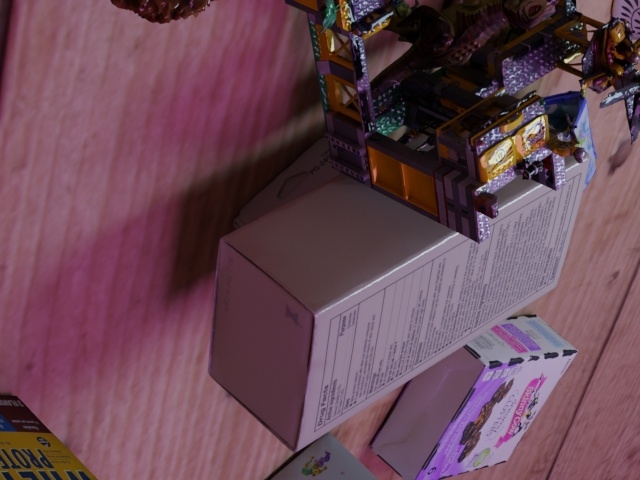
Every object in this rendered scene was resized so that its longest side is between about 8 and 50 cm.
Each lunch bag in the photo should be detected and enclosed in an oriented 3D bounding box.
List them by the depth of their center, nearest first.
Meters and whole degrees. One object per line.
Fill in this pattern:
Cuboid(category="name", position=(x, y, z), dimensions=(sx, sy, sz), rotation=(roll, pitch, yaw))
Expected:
Cuboid(category="lunch bag", position=(0.189, -0.062, 1.792), dimensions=(0.151, 0.096, 0.129), rotation=(-34, 151, -7))

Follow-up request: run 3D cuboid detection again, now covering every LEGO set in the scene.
Cuboid(category="LEGO set", position=(0.146, -0.155, 1.449), dimensions=(0.331, 0.192, 0.255), rotation=(-26, 128, -34))

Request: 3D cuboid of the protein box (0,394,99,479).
Cuboid(category="protein box", position=(-0.256, 0.250, 1.418), dimensions=(0.201, 0.200, 0.136), rotation=(-56, 152, 13))

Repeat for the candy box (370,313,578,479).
Cuboid(category="candy box", position=(0.167, 0.169, 2.082), dimensions=(0.196, 0.070, 0.165), rotation=(-4, 129, -53))

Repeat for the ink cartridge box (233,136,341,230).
Cuboid(category="ink cartridge box", position=(0.000, 0.000, 1.625), dimensions=(0.109, 0.063, 0.150), rotation=(-43, 152, -12))

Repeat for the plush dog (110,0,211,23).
Cuboid(category="plush dog", position=(-0.058, -0.225, 1.149), dimensions=(0.262, 0.210, 0.225), rotation=(-55, 176, 11))

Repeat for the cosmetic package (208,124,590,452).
Cuboid(category="cosmetic package", position=(0.064, 0.019, 1.554), dimensions=(0.309, 0.113, 0.160), rotation=(-27, 143, -34))

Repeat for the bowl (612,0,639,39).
Cuboid(category="bowl", position=(0.362, -0.242, 1.834), dimensions=(0.170, 0.080, 0.170), rotation=(-35, 151, -24))

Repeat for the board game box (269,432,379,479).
Cuboid(category="board game box", position=(-0.065, 0.363, 1.964), dimensions=(0.303, 0.097, 0.224), rotation=(-39, 151, -17))
